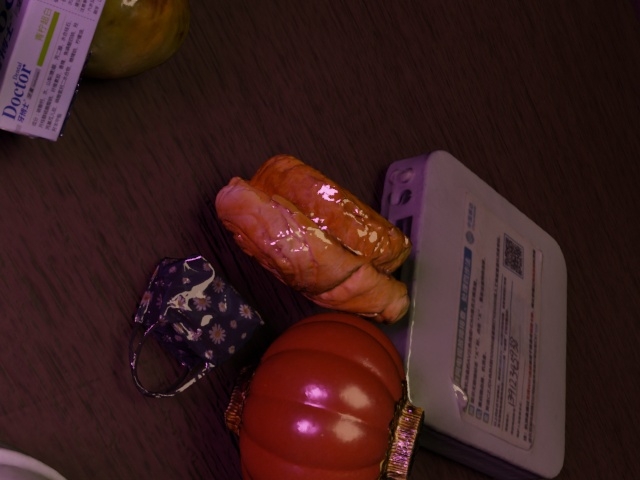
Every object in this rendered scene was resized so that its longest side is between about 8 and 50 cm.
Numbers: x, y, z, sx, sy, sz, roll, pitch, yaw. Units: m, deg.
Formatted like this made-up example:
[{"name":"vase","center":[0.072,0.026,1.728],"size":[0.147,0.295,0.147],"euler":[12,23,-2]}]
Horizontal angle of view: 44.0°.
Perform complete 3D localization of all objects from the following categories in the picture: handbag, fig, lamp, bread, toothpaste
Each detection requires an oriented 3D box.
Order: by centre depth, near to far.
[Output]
[{"name":"toothpaste","center":[-0.205,-0.253,0.655],"size":[0.067,0.081,0.337],"euler":[12,109,-43]},{"name":"fig","center":[-0.194,-0.230,0.775],"size":[0.136,0.120,0.153],"euler":[49,47,-20]},{"name":"handbag","center":[-0.135,0.095,0.782],"size":[0.115,0.072,0.139],"euler":[51,50,-27]},{"name":"lamp","center":[0.004,0.184,0.813],"size":[0.223,0.196,0.223],"euler":[12,90,-78]},{"name":"bread","center":[-0.001,-0.001,0.873],"size":[0.236,0.198,0.120],"euler":[35,89,-38]}]

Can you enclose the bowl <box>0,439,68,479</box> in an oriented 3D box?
[{"name":"bowl","center":[-0.243,0.286,0.492],"size":[0.307,0.163,0.307],"euler":[-7,100,-49]}]

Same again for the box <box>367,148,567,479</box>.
[{"name":"box","center":[0.222,0.114,1.144],"size":[0.396,0.111,0.396],"euler":[32,56,-37]}]
